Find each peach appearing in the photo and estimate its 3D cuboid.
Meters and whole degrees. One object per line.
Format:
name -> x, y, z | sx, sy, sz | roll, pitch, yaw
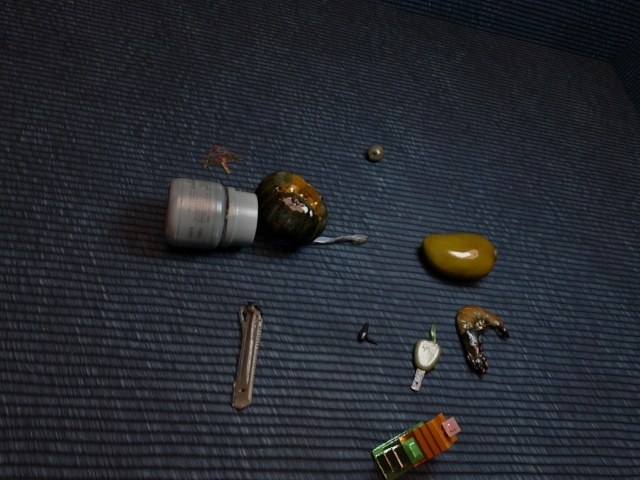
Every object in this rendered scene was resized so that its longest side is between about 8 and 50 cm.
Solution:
peach -> 0.262, -0.412, 2.218 | 0.083, 0.083, 0.083 | 8, 56, -12

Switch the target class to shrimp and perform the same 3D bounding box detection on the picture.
shrimp -> 0.648, 0.387, 1.838 | 0.222, 0.054, 0.290 | 9, 52, -12

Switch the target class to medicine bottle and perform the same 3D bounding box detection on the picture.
medicine bottle -> -0.398, -0.090, 1.701 | 0.306, 0.245, 0.245 | 6, 57, -20

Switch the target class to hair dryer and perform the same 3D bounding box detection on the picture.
hair dryer -> 0.184, 0.353, 1.738 | 0.083, 0.031, 0.079 | 39, 45, -8

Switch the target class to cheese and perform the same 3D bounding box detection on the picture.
cheese -> 0.373, 0.456, 1.714 | 0.097, 0.037, 0.192 | 19, 60, 17

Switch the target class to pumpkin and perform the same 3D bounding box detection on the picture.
pumpkin -> -0.113, -0.125, 1.803 | 0.320, 0.192, 0.320 | 35, 26, -20

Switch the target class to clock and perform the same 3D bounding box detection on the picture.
clock -> 0.310, 0.634, 1.450 | 0.220, 0.255, 0.106 | -18, 65, -26

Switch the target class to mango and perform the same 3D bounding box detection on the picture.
mango -> 0.579, 0.060, 1.961 | 0.317, 0.173, 0.211 | 8, 56, -4

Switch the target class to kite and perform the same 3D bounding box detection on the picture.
kite -> -0.422, -0.346, 2.002 | 0.190, 0.010, 0.159 | -15, 66, -24

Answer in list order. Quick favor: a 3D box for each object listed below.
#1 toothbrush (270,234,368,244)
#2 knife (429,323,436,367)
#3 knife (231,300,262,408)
toothbrush -> 0.000, 0.000, 1.896 | 0.413, 0.042, 0.035 | -1, 42, -17
knife -> 0.429, 0.396, 1.785 | 0.026, 0.022, 0.184 | 34, 48, -32
knife -> -0.246, 0.378, 1.575 | 0.089, 0.043, 0.365 | -8, 58, 16
